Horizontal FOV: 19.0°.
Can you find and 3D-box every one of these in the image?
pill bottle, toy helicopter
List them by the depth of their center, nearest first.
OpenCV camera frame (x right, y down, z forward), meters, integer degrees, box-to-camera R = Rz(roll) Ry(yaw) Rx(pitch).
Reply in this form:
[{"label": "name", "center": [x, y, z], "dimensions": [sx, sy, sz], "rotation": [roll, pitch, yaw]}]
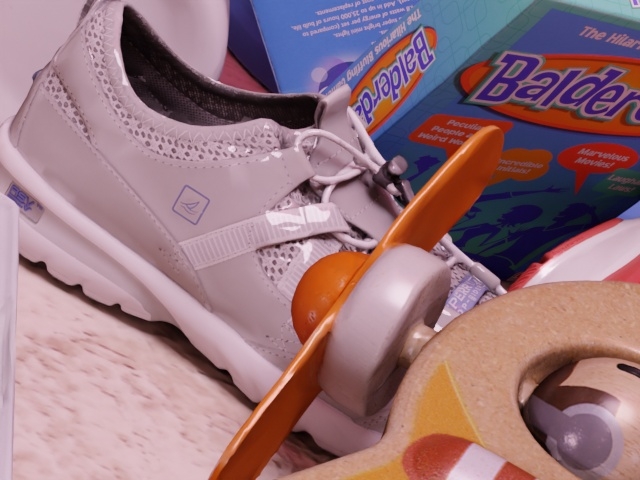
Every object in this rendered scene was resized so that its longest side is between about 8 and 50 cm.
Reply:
[{"label": "toy helicopter", "center": [0.029, 0.077, 0.601], "dimensions": [0.355, 0.140, 0.235], "rotation": [-11, 47, -35]}, {"label": "pill bottle", "center": [-0.108, -0.135, 0.907], "dimensions": [0.131, 0.131, 0.229], "rotation": [20, 23, -11]}]

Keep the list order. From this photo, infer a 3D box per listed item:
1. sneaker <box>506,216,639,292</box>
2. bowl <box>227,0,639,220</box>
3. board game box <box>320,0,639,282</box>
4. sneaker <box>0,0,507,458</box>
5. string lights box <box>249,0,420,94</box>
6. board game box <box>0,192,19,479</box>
[{"label": "sneaker", "center": [0.181, 0.039, 0.856], "dimensions": [0.221, 0.087, 0.128], "rotation": [-27, 74, -31]}, {"label": "bowl", "center": [0.125, -0.111, 1.160], "dimensions": [0.391, 0.077, 0.391], "rotation": [21, 23, -10]}, {"label": "board game box", "center": [0.088, -0.054, 0.838], "dimensions": [0.160, 0.210, 0.047], "rotation": [8, 58, -32]}, {"label": "sneaker", "center": [0.000, 0.000, 0.743], "dimensions": [0.281, 0.115, 0.105], "rotation": [27, 23, 4]}, {"label": "string lights box", "center": [0.023, -0.160, 0.893], "dimensions": [0.133, 0.259, 0.076], "rotation": [-14, 28, 7]}, {"label": "board game box", "center": [-0.262, 0.056, 0.397], "dimensions": [0.390, 0.050, 0.390], "rotation": [13, 27, -15]}]
